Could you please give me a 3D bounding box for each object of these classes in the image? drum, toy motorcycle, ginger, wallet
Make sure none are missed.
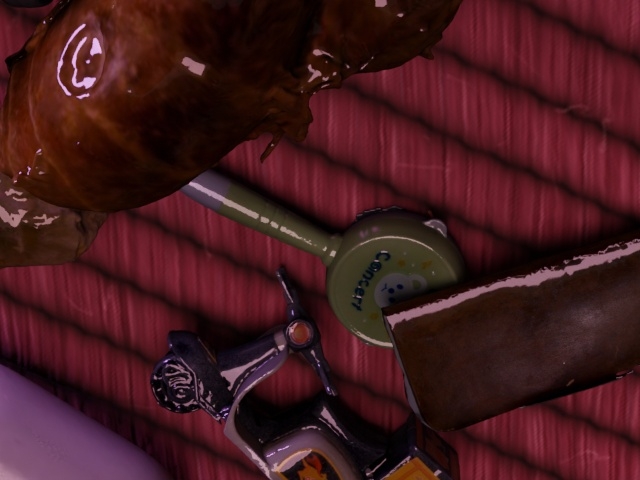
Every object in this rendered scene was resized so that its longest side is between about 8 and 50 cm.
[{"bbox_3d":[-0.004,0.018,1.549,0.253,0.049,0.130,13,118,0],"label":"drum"},{"bbox_3d":[-0.019,0.151,1.602,0.157,0.091,0.263,-40,107,15],"label":"toy motorcycle"},{"bbox_3d":[-0.304,-0.044,1.529,0.263,0.109,0.116,16,145,0],"label":"ginger"},{"bbox_3d":[0.186,0.072,1.528,0.255,0.031,0.137,-17,121,3],"label":"wallet"},{"bbox_3d":[-0.060,-0.147,1.388,0.254,0.176,0.418,26,126,-37],"label":"ginger"}]

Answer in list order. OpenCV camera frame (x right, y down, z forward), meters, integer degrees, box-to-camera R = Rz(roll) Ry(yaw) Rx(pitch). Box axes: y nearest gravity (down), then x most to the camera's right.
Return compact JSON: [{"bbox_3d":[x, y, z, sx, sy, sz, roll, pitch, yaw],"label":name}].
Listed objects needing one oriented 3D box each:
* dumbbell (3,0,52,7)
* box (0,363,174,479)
[{"bbox_3d":[-0.293,-0.241,1.407,0.325,0.143,0.143,-2,116,10],"label":"dumbbell"},{"bbox_3d":[-0.304,0.281,1.675,0.289,0.141,0.349,34,116,-8],"label":"box"}]
